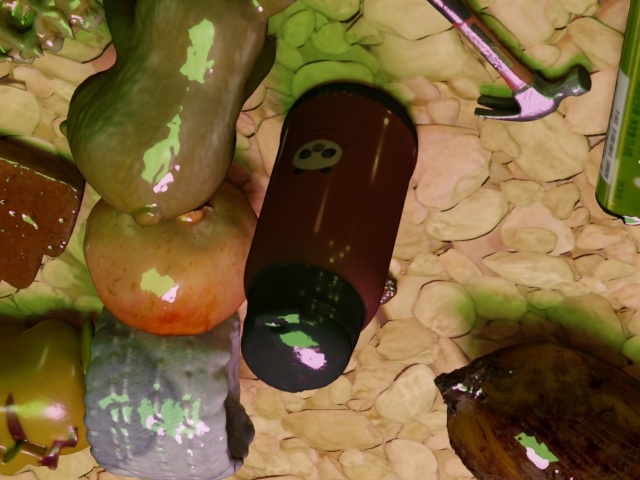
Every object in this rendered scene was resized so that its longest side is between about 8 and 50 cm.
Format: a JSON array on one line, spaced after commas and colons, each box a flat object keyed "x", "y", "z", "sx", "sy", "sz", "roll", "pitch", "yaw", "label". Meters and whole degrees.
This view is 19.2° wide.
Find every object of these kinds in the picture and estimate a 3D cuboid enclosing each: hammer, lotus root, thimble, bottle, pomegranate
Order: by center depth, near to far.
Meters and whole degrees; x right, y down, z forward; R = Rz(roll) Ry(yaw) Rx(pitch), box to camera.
[{"x": 0.132, "y": -0.216, "z": 1.809, "sx": 0.111, "sy": 0.033, "sz": 0.287, "roll": -28, "pitch": 121, "yaw": 33, "label": "hammer"}, {"x": 0.000, "y": 0.000, "z": 1.837, "sx": 0.144, "sy": 0.336, "sz": 0.144, "roll": 8, "pitch": 134, "yaw": 8, "label": "bottle"}, {"x": -0.153, "y": 0.006, "z": 1.998, "sx": 0.191, "sy": 0.191, "sz": 0.191, "roll": 7, "pitch": 134, "yaw": 8, "label": "pomegranate"}, {"x": 0.295, "y": 0.239, "z": 2.100, "sx": 0.397, "sy": 0.179, "sz": 0.196, "roll": 33, "pitch": 130, "yaw": -19, "label": "lotus root"}, {"x": -0.164, "y": 0.168, "z": 2.127, "sx": 0.171, "sy": 0.205, "sz": 0.250, "roll": 2, "pitch": 166, "yaw": 4, "label": "thimble"}]

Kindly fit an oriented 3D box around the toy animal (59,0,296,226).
[{"x": -0.119, "y": -0.197, "z": 1.815, "sx": 0.181, "sy": 0.180, "sz": 0.363, "roll": 19, "pitch": 113, "yaw": -13, "label": "toy animal"}]

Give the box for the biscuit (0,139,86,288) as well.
[{"x": -0.385, "y": -0.029, "z": 2.114, "sx": 0.301, "sy": 0.043, "sz": 0.278, "roll": -11, "pitch": 127, "yaw": 22, "label": "biscuit"}]

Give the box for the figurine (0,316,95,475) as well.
[{"x": -0.400, "y": 0.197, "z": 2.247, "sx": 0.326, "sy": 0.169, "sz": 0.218, "roll": -3, "pitch": 127, "yaw": 16, "label": "figurine"}]

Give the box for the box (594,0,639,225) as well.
[{"x": 0.344, "y": -0.161, "z": 1.765, "sx": 0.134, "sy": 0.097, "sz": 0.346, "roll": 14, "pitch": 136, "yaw": 13, "label": "box"}]

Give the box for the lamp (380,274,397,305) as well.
[{"x": 0.048, "y": 0.042, "z": 2.082, "sx": 0.083, "sy": 0.031, "sz": 0.063, "roll": 29, "pitch": 135, "yaw": -18, "label": "lamp"}]

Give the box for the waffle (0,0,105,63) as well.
[{"x": -0.355, "y": -0.290, "z": 1.792, "sx": 0.317, "sy": 0.073, "sz": 0.297, "roll": -3, "pitch": 122, "yaw": 35, "label": "waffle"}]
